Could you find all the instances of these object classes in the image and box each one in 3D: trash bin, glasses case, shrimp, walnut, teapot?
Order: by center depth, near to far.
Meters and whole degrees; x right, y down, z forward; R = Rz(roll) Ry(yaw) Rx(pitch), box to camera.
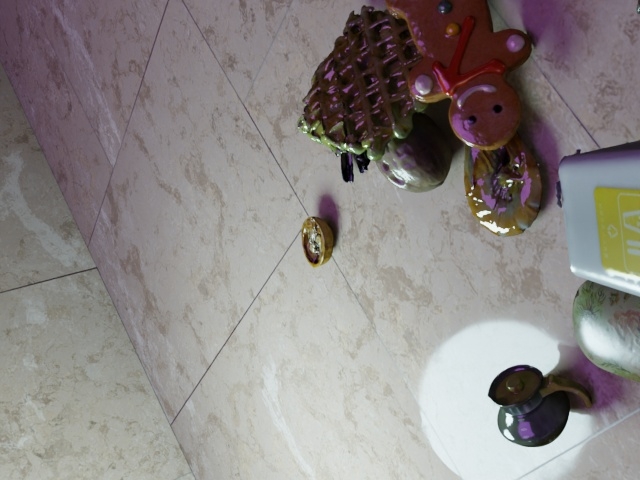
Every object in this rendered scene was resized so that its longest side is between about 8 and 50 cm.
[{"bbox_3d":[0.499,-0.036,1.018,0.367,0.296,0.256,-169,66,-67],"label":"trash bin"},{"bbox_3d":[0.536,0.146,1.140,0.425,0.098,0.156,14,119,51],"label":"glasses case"},{"bbox_3d":[0.299,-0.144,1.388,0.152,0.063,0.287,8,113,51],"label":"shrimp"},{"bbox_3d":[0.368,0.274,1.407,0.165,0.130,0.119,-23,117,26],"label":"teapot"},{"bbox_3d":[0.165,-0.161,1.506,0.162,0.140,0.140,41,138,8],"label":"walnut"},{"bbox_3d":[0.070,-0.168,1.651,0.262,0.051,0.198,-104,9,-47],"label":"shrimp"},{"bbox_3d":[0.000,0.000,1.872,0.091,0.052,0.121,26,121,49],"label":"walnut"}]

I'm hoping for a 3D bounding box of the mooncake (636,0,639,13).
[{"bbox_3d":[0.476,-0.326,1.060,0.130,0.073,0.125,42,132,36],"label":"mooncake"}]

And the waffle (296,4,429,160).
[{"bbox_3d":[0.084,-0.290,1.500,0.317,0.073,0.297,28,87,47],"label":"waffle"}]

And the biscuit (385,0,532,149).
[{"bbox_3d":[0.232,-0.300,1.338,0.205,0.049,0.324,-16,83,16],"label":"biscuit"}]
